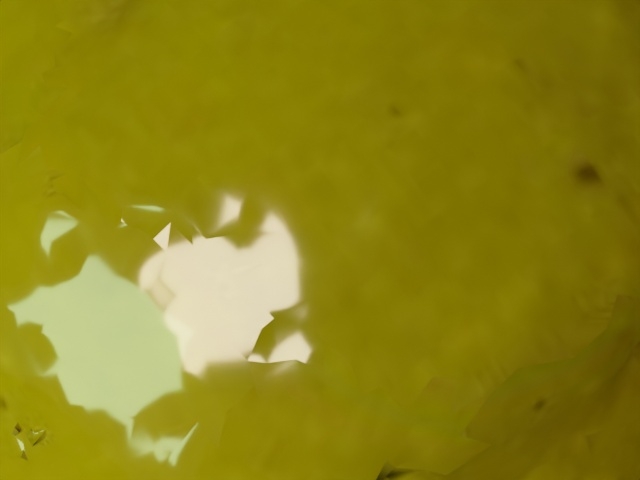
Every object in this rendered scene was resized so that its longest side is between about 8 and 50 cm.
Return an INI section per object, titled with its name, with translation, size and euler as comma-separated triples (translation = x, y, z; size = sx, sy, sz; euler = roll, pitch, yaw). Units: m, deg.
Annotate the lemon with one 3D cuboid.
[lemon]
translation = 0.000, 0.000, 0.476
size = 0.258, 0.310, 0.258
euler = 38, 151, 26
